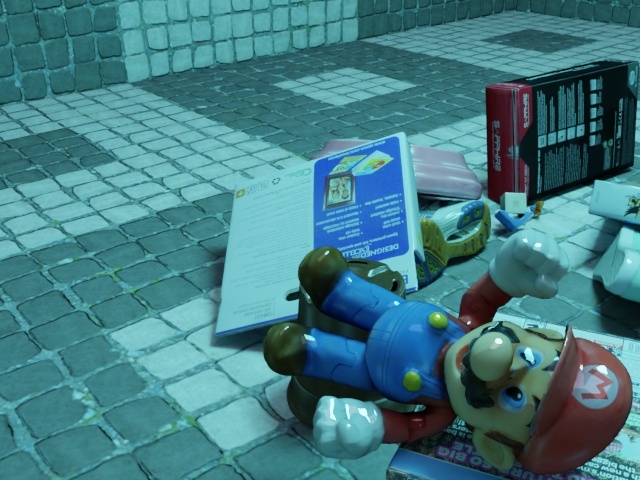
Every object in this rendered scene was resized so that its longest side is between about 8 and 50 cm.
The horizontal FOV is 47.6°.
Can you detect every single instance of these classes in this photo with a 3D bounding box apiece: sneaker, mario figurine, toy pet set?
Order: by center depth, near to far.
[{"bbox_3d":[0.093,0.086,0.611,0.320,0.198,0.170,13,17,36],"label":"mario figurine"},{"bbox_3d":[0.503,0.058,1.092,0.151,0.094,0.256,28,20,10],"label":"sneaker"},{"bbox_3d":[0.154,-0.001,1.208,0.296,0.112,0.131,-15,19,-42],"label":"sneaker"},{"bbox_3d":[0.355,-0.044,1.338,0.122,0.065,0.114,2,-10,0],"label":"toy pet set"}]

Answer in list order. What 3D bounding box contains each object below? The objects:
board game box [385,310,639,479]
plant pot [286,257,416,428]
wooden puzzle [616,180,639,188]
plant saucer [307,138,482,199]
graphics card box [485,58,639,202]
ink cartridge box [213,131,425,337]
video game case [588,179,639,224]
[{"bbox_3d":[0.220,0.214,0.710,0.232,0.141,0.291,11,29,24],"label":"board game box"},{"bbox_3d":[0.039,0.120,0.882,0.167,0.165,0.167,-1,26,0],"label":"plant pot"},{"bbox_3d":[0.629,-0.095,1.457,0.116,0.014,0.078,-7,31,-10],"label":"wooden puzzle"},{"bbox_3d":[0.131,-0.131,1.334,0.332,0.084,0.332,6,3,0],"label":"plant saucer"},{"bbox_3d":[0.496,-0.228,1.478,0.371,0.233,0.094,-18,23,-28],"label":"graphics card box"},{"bbox_3d":[0.000,0.000,1.085,0.303,0.072,0.307,-14,49,18],"label":"ink cartridge box"},{"bbox_3d":[0.591,-0.045,1.202,0.244,0.061,0.269,13,8,27],"label":"video game case"}]
